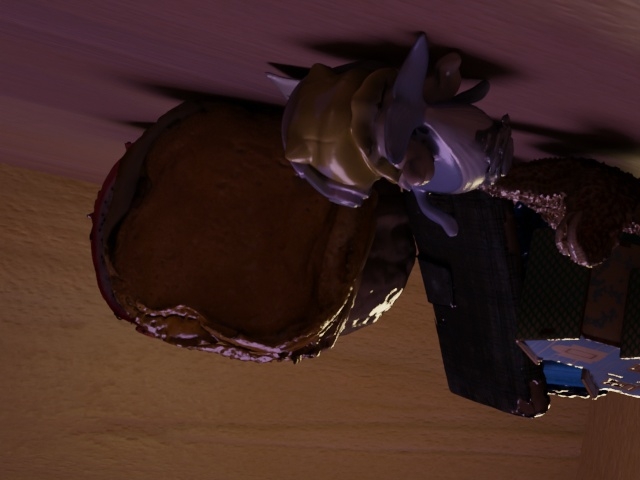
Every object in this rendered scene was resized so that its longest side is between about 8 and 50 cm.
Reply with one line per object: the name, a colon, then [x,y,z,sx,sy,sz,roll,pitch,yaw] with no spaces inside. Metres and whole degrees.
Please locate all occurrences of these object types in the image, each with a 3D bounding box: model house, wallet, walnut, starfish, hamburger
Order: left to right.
hamburger: [-0.091,-0.009,1.434,0.319,0.318,0.158,10,166,6]
walnut: [-0.002,0.000,1.628,0.248,0.248,0.248,11,178,0]
wallet: [0.181,0.051,1.532,0.044,0.317,0.169,-24,-161,-31]
model house: [0.318,0.064,1.409,0.206,0.178,0.271,13,164,-5]
starfish: [0.284,-0.039,1.224,0.303,0.113,0.312,12,-172,32]

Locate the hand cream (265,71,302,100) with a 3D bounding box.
hand cream: [0.013,-0.121,1.238,0.080,0.050,0.234,11,173,14]

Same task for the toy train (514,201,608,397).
toy train: [0.295,0.066,1.679,0.188,0.265,0.300,9,180,-16]

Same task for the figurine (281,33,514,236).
figurine: [0.058,-0.085,0.993,0.184,0.128,0.208,13,170,7]

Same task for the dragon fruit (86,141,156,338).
dragon fruit: [-0.163,-0.009,1.856,0.305,0.305,0.226,9,-176,40]
